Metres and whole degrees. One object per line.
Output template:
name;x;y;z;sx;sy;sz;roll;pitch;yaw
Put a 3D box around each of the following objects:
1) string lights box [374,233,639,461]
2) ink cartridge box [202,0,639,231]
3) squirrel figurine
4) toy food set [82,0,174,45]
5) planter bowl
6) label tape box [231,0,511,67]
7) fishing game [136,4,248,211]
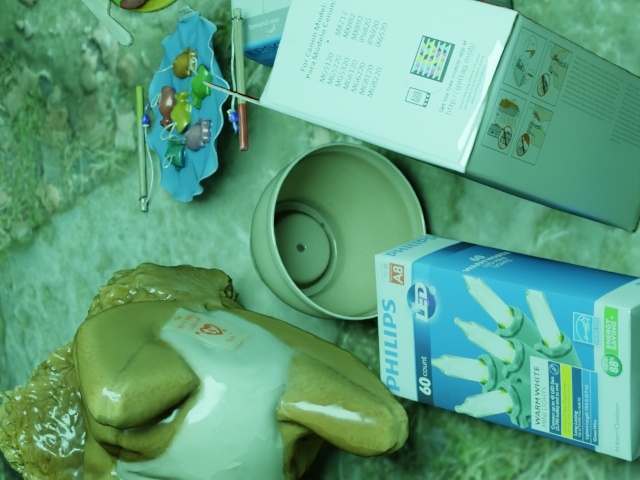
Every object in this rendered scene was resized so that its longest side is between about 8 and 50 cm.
string lights box;0.171;0.085;1.490;0.260;0.077;0.133;11;113;40
ink cartridge box;0.103;-0.125;1.466;0.272;0.309;0.130;21;94;34
squirrel figurine;-0.152;0.232;1.643;0.397;0.281;0.370;47;127;55
toy food set;-0.188;-0.310;1.833;0.218;0.071;0.128;-45;61;20
planter bowl;0.000;0.000;1.622;0.109;0.162;0.162;-19;70;57
label tape box;0.035;-0.356;1.668;0.249;0.115;0.347;-11;78;32
fishing game;-0.138;-0.133;1.725;0.264;0.041;0.189;-18;72;61
